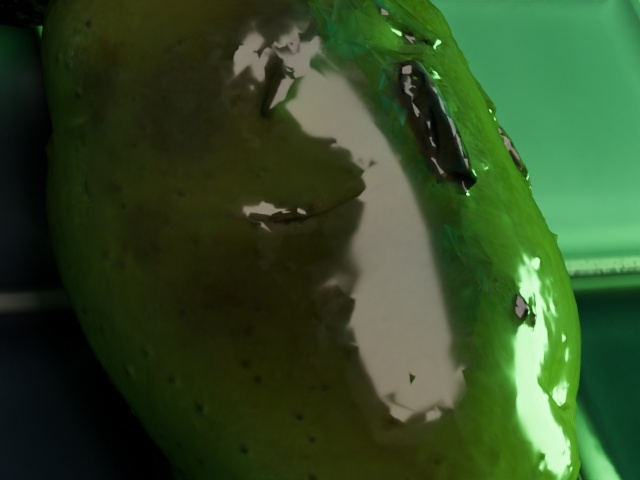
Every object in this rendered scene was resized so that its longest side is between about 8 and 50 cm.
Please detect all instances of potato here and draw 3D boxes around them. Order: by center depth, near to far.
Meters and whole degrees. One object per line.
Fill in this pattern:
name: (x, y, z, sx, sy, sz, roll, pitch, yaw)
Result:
potato: (0.000, 0.000, 0.573, 0.169, 0.143, 0.248, -16, 70, -28)

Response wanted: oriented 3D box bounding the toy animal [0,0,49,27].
toy animal: (-0.101, -0.106, 0.633, 0.202, 0.070, 0.105, -34, 101, -47)
